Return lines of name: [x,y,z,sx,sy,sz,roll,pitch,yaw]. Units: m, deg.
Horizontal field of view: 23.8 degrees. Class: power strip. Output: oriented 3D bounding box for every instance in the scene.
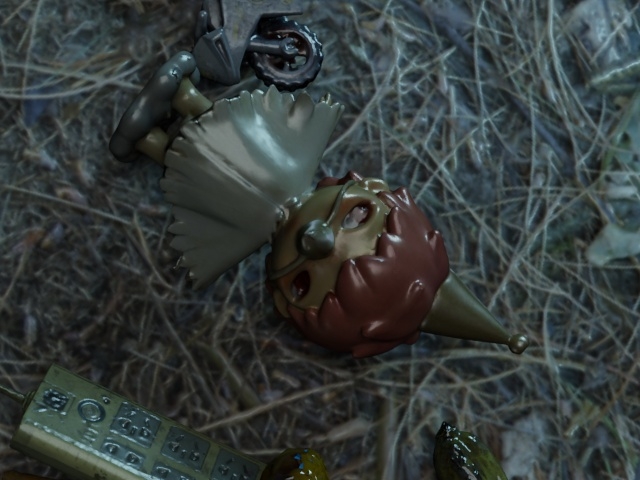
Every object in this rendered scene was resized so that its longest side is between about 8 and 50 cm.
power strip: [-0.159,0.175,1.264,0.268,0.034,0.092,26,35,-4]

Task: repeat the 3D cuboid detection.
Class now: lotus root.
lotus root: [0.130,0.203,1.326,0.054,0.049,0.099,-30,84,-36]

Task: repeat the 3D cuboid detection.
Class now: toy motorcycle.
toy motorcycle: [-0.082,-0.224,1.368,0.122,0.080,0.215,-17,76,-16]

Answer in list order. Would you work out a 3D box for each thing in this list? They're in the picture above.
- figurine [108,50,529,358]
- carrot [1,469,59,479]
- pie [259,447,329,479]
figurine: [0.000,0.000,1.288,0.387,0.166,0.207,39,91,3]
carrot: [-0.156,0.272,1.238,0.263,0.102,0.102,37,74,5]
pie: [0.002,0.290,1.180,0.069,0.273,0.273,-17,81,4]
